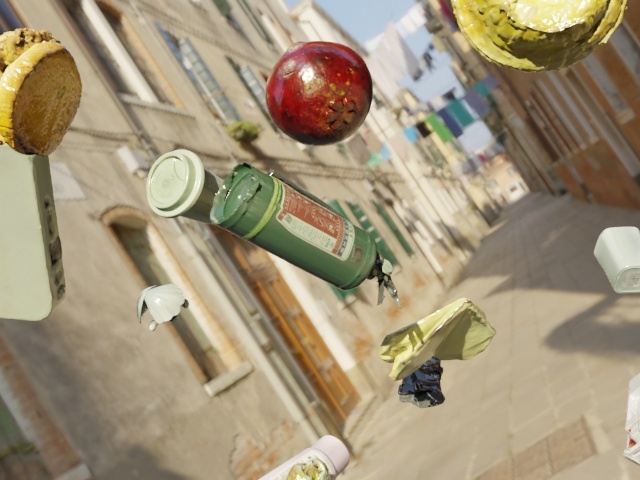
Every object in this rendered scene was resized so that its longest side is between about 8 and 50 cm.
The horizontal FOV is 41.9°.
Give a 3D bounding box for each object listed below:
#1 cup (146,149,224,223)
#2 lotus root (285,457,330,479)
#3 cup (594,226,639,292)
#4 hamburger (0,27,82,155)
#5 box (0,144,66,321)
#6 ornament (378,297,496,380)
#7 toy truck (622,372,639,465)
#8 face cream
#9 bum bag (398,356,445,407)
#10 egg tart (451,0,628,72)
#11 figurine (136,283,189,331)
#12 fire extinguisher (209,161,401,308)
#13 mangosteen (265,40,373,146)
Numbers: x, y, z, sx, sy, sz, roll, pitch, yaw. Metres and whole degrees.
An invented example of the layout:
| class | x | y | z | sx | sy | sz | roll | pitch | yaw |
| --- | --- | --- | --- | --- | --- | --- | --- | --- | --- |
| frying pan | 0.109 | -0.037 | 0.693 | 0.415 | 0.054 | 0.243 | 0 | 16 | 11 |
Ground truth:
| class | x | y | z | sx | sy | sz | roll | pitch | yaw |
| --- | --- | --- | --- | --- | --- | --- | --- | --- | --- |
| cup | -0.217 | -0.085 | 1.435 | 0.120 | 0.120 | 0.141 | -35 | -29 | 22 |
| lotus root | -0.033 | 0.553 | 1.766 | 0.113 | 0.192 | 0.088 | -8 | 23 | -41 |
| cup | 0.674 | 0.054 | 1.862 | 0.095 | 0.129 | 0.128 | -1 | -48 | -4 |
| hamburger | -0.448 | -0.231 | 1.257 | 0.191 | 0.118 | 0.182 | 105 | -169 | -46 |
| box | -0.668 | -0.032 | 1.543 | 0.373 | 0.367 | 0.090 | 4 | 28 | 5 |
| ornament | 0.204 | 0.147 | 1.347 | 0.201 | 0.059 | 0.180 | -11 | -36 | -30 |
| toy truck | 0.600 | 0.264 | 1.399 | 0.124 | 0.155 | 0.268 | -60 | 3 | 45 |
| face cream | -0.044 | 0.552 | 1.890 | 0.274 | 0.154 | 0.096 | -31 | -4 | -45 |
| bum bag | 0.196 | 0.253 | 1.635 | 0.087 | 0.049 | 0.198 | -10 | 31 | 13 |
| egg tart | 0.350 | -0.409 | 1.318 | 0.290 | 0.290 | 0.115 | -34 | 2 | 10 |
| figurine | -0.296 | 0.125 | 1.552 | 0.082 | 0.086 | 0.094 | 100 | -172 | -60 |
| fire extinguisher | 0.000 | 0.000 | 1.119 | 0.093 | 0.294 | 0.118 | -38 | 36 | 36 |
| mangosteen | -0.016 | -0.305 | 1.673 | 0.215 | 0.257 | 0.215 | -14 | -54 | -21 |
